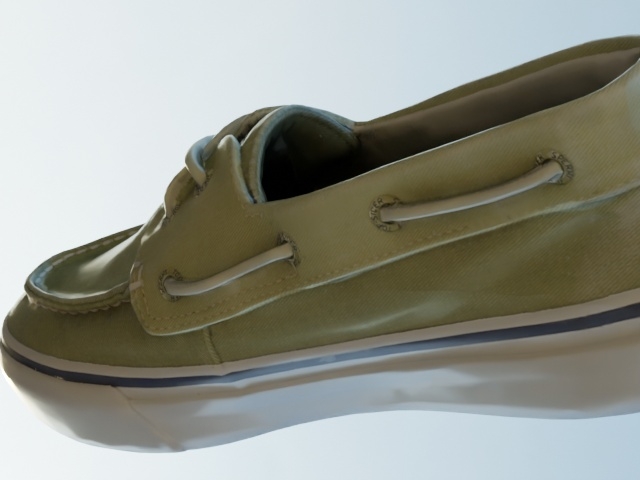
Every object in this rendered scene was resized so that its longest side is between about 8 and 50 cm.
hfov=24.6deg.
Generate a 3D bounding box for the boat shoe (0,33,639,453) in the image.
[{"bbox_3d":[0.000,0.000,0.471,0.302,0.094,0.109,-10,-157,38],"label":"boat shoe"}]
